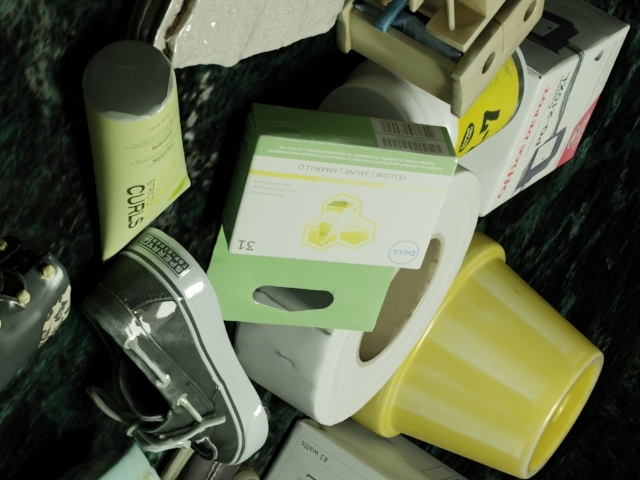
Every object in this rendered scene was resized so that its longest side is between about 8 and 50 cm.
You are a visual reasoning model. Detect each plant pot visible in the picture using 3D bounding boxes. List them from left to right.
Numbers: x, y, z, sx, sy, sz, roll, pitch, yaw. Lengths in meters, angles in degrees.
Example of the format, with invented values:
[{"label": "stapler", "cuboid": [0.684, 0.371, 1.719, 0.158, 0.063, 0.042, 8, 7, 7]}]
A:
[{"label": "plant pot", "cuboid": [0.169, 0.131, 2.149, 0.254, 0.239, 0.254, -50, 160, -25]}]

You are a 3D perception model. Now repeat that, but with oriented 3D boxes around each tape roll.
[{"label": "tape roll", "cuboid": [0.038, 0.034, 1.876, 0.286, 0.100, 0.286, -49, 161, -24]}]

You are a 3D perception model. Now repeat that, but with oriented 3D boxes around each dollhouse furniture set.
[{"label": "dollhouse furniture set", "cuboid": [0.097, -0.220, 1.573, 0.129, 0.129, 0.184, -52, 160, -20]}]

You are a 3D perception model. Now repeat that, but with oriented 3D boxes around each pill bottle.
[{"label": "pill bottle", "cuboid": [0.088, -0.120, 1.729, 0.208, 0.119, 0.119, -34, 150, -51]}]

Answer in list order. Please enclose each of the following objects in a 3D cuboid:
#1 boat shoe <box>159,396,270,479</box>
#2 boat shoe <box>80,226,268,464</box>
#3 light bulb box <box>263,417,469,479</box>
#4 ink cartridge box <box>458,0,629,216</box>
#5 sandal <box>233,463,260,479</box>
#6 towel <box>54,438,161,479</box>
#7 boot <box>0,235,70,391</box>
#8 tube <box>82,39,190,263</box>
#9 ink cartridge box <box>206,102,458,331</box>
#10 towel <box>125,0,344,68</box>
[{"label": "boat shoe", "cuboid": [-0.122, 0.274, 1.850, 0.285, 0.092, 0.103, -56, 162, -6]}, {"label": "boat shoe", "cuboid": [-0.122, 0.114, 1.570, 0.105, 0.113, 0.306, -45, 156, -19]}, {"label": "light bulb box", "cuboid": [0.064, 0.435, 2.171, 0.361, 0.358, 0.225, -60, 160, 9]}, {"label": "ink cartridge box", "cuboid": [0.205, -0.146, 2.018, 0.237, 0.100, 0.172, -31, 147, -55]}, {"label": "sandal", "cuboid": [-0.119, 0.311, 1.970, 0.219, 0.060, 0.090, -41, 155, -43]}, {"label": "towel", "cuboid": [-0.194, 0.376, 1.524, 0.090, 0.320, 0.374, -18, -167, 43]}, {"label": "boot", "cuboid": [-0.237, 0.055, 1.222, 0.178, 0.085, 0.236, -51, 167, -27]}, {"label": "tube", "cuboid": [-0.126, -0.058, 1.370, 0.240, 0.070, 0.062, 97, -11, -67]}, {"label": "ink cartridge box", "cuboid": [0.000, 0.000, 1.633, 0.056, 0.171, 0.235, -104, -155, -50]}, {"label": "towel", "cuboid": [-0.027, -0.220, 1.380, 0.282, 0.049, 0.187, -27, 145, -58]}]
